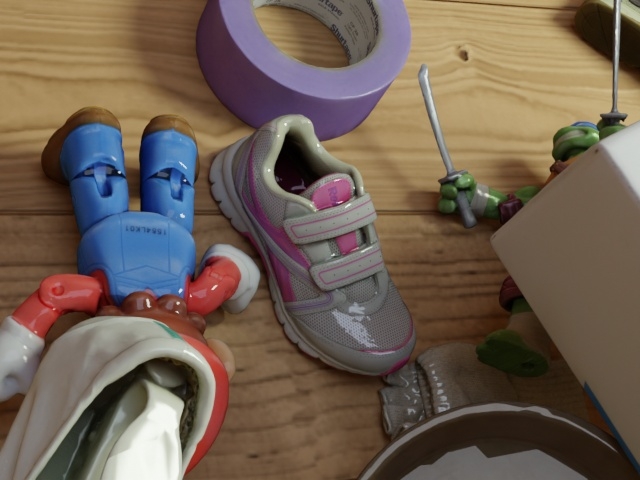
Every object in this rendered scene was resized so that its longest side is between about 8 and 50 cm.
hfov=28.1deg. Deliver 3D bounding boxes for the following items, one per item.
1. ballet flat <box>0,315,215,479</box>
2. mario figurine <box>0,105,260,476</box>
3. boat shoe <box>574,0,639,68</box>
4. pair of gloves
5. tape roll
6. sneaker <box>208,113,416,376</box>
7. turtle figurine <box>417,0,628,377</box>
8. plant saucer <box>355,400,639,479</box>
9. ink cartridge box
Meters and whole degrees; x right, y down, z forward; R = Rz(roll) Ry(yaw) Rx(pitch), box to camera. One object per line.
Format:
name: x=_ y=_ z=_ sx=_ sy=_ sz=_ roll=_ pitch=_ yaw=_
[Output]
ballet flat: x=-0.168 y=0.224 z=0.752 sx=0.139 sy=0.139 sz=0.400 roll=24 pitch=71 yaw=-9
mario figurine: x=-0.157 y=0.057 z=1.010 sx=0.198 sy=0.170 sz=0.321 roll=-16 pitch=53 yaw=10
boat shoe: x=0.381 y=-0.207 z=1.370 sx=0.223 sy=0.080 sz=0.073 roll=31 pitch=61 yaw=1
pair of gloves: x=0.152 y=0.199 z=1.084 sx=0.204 sy=0.042 sz=0.240 roll=7 pitch=61 yaw=-19
tape roll: x=-0.016 y=-0.192 z=1.198 sx=0.188 sy=0.080 sz=0.189 roll=10 pitch=61 yaw=-18
sneaker: x=0.000 y=0.000 z=1.083 sx=0.103 sy=0.111 sz=0.252 roll=-29 pitch=78 yaw=-32
turtle figurine: x=0.185 y=-0.038 z=1.124 sx=0.197 sy=0.275 sz=0.266 roll=-4 pitch=52 yaw=17
plant saucer: x=0.134 y=0.254 z=0.906 sx=0.277 sy=0.041 sz=0.278 roll=2 pitch=74 yaw=-8
ink cartridge box: x=0.374 y=0.012 z=0.970 sx=0.394 sy=0.166 sz=0.286 roll=-25 pitch=78 yaw=-31
